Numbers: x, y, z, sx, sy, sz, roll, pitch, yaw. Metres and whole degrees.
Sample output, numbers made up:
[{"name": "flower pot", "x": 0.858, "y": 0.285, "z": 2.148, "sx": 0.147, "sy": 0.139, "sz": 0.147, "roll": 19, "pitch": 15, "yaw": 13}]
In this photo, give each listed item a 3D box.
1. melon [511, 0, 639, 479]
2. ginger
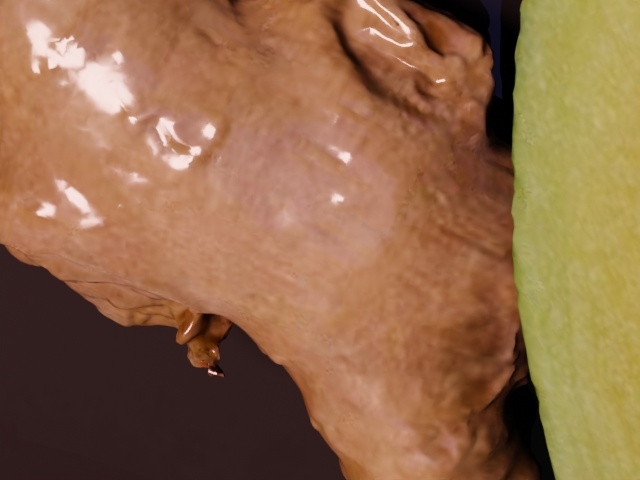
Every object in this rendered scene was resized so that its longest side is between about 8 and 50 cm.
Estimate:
[{"name": "melon", "x": 0.200, "y": 0.014, "z": 0.431, "sx": 0.331, "sy": 0.226, "sz": 0.343, "roll": -22, "pitch": 90, "yaw": 19}, {"name": "ginger", "x": 0.002, "y": -0.004, "z": 0.511, "sx": 0.213, "sy": 0.074, "sz": 0.137, "roll": 41, "pitch": 113, "yaw": -2}]
